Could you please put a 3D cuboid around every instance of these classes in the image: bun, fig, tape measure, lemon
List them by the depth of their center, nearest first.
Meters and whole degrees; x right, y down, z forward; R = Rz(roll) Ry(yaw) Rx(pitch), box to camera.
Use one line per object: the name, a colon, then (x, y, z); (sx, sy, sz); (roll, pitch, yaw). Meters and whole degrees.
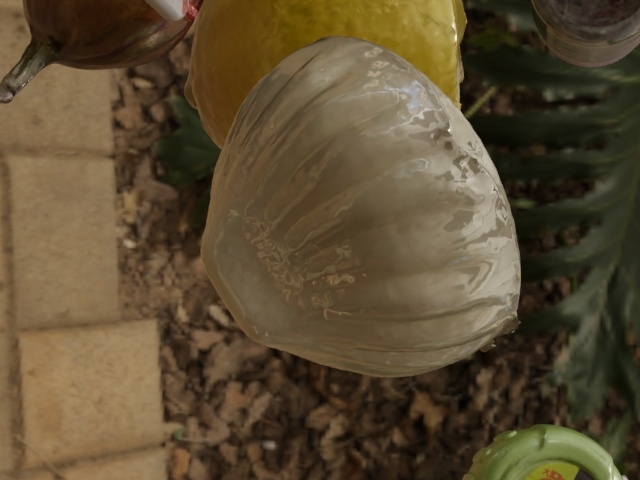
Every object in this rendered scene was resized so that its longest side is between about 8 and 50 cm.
bun: (0.000, 0.000, 0.819); (0.175, 0.263, 0.263); (-29, 110, -25)
fig: (-0.175, -0.199, 0.936); (0.149, 0.148, 0.202); (16, 100, -17)
tape measure: (0.223, 0.272, 1.135); (0.200, 0.106, 0.175); (23, 78, 1)
lemon: (0.004, -0.215, 1.359); (0.364, 0.364, 0.364); (3, 86, -47)

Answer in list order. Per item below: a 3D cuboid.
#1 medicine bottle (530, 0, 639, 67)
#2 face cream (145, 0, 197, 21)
medicine bottle: (0.345, -0.308, 1.437); (0.273, 0.165, 0.165); (-11, 97, -78)
face cream: (-0.113, -0.183, 0.837); (0.083, 0.021, 0.040); (35, 53, -67)
